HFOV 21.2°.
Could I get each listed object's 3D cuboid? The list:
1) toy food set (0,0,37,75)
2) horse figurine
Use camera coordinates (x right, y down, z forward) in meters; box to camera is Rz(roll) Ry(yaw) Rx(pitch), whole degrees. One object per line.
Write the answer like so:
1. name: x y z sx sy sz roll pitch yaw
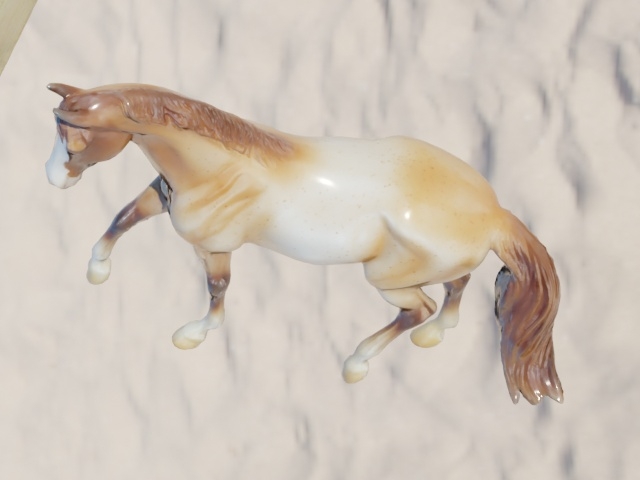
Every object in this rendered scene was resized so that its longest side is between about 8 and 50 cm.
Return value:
1. toy food set: -0.172 -0.119 0.540 0.038 0.192 0.132 -35 24 41
2. horse figurine: 0.000 0.000 0.772 0.174 0.263 0.066 113 167 -52
